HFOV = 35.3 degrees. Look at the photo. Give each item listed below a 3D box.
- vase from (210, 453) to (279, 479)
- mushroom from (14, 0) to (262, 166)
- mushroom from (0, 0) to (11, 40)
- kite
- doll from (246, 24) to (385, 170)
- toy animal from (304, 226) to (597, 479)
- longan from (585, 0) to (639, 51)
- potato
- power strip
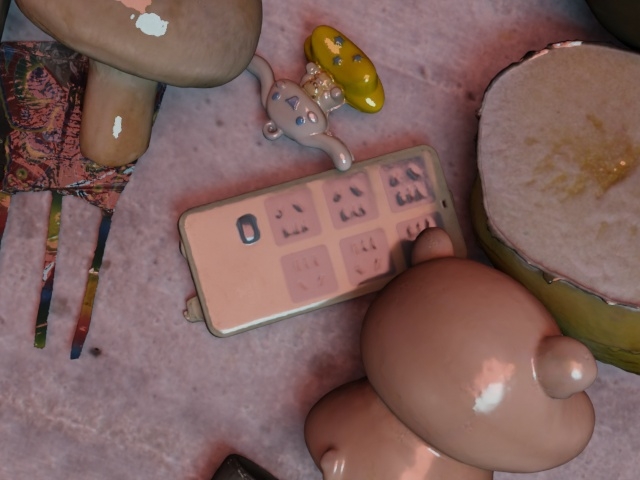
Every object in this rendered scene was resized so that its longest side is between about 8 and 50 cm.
[{"bbox_3d":[-0.106,0.292,0.854,0.086,0.086,0.214,37,86,-5],"label":"vase"},{"bbox_3d":[-0.155,-0.169,0.825,0.207,0.207,0.215,14,112,-8],"label":"mushroom"},{"bbox_3d":[-0.323,-0.191,0.807,0.137,0.154,0.407,13,85,-37],"label":"mushroom"},{"bbox_3d":[-0.233,-0.035,0.881,0.152,0.015,0.286,11,81,-7],"label":"kite"},{"bbox_3d":[-0.011,-0.134,0.901,0.135,0.071,0.113,24,80,13],"label":"doll"},{"bbox_3d":[0.093,0.137,0.830,0.221,0.229,0.210,-32,48,-12],"label":"toy animal"},{"bbox_3d":[0.354,-0.292,0.851,0.318,0.319,0.319,1,87,-9],"label":"longan"},{"bbox_3d":[0.261,-0.013,0.885,0.246,0.196,0.300,-37,63,-14],"label":"potato"},{"bbox_3d":[0.000,0.000,0.902,0.270,0.046,0.118,-16,90,-9],"label":"power strip"}]
